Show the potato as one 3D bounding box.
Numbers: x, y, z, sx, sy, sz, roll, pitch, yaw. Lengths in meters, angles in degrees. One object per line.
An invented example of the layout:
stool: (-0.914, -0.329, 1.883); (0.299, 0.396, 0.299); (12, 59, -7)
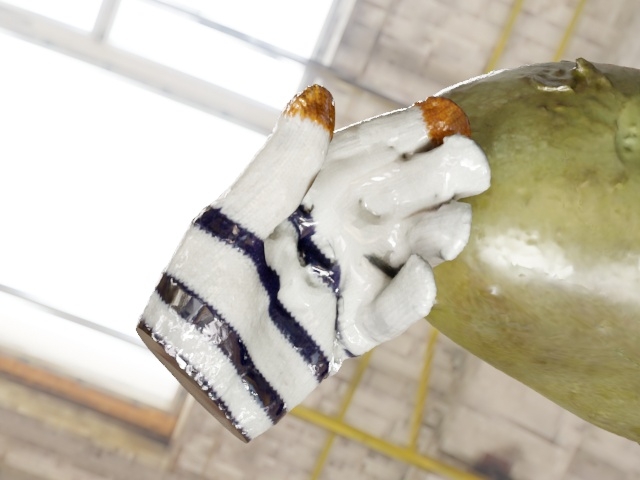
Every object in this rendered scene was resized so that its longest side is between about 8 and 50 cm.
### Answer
potato: (0.209, 0.002, 1.218); (0.359, 0.270, 0.219); (22, -130, -24)

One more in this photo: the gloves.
gloves: (0.001, 0.005, 1.082); (0.140, 0.218, 0.131); (44, 169, 4)
